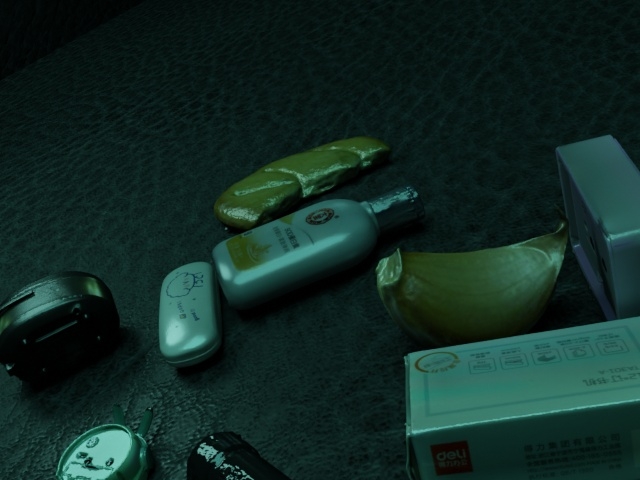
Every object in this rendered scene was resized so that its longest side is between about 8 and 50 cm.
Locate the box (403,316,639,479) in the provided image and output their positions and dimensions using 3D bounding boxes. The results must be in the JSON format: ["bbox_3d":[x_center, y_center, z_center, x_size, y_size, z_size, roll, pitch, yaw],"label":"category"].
[{"bbox_3d":[0.205,0.138,0.598,0.269,0.079,0.135,-11,19,10],"label":"box"}]

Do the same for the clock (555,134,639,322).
[{"bbox_3d":[0.304,-0.001,0.718,0.063,0.150,0.197,-14,31,12],"label":"clock"}]

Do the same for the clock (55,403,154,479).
[{"bbox_3d":[-0.226,0.232,0.729,0.101,0.041,0.135,-2,35,24],"label":"clock"}]

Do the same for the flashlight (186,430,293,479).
[{"bbox_3d":[-0.031,0.234,0.591,0.093,0.093,0.232,-35,32,-25],"label":"flashlight"}]

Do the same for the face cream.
[{"bbox_3d":[0.000,0.000,0.945,0.291,0.071,0.144,-21,32,-5],"label":"face cream"}]

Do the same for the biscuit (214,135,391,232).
[{"bbox_3d":[-0.038,-0.103,1.151,0.299,0.045,0.154,-30,32,-19],"label":"biscuit"}]

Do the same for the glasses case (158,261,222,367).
[{"bbox_3d":[-0.169,0.091,0.910,0.076,0.049,0.197,-18,32,1],"label":"glasses case"}]

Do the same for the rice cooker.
[{"bbox_3d":[-0.346,0.111,0.911,0.165,0.112,0.106,-30,40,-19],"label":"rice cooker"}]

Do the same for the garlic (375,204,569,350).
[{"bbox_3d":[0.165,0.057,0.745,0.206,0.128,0.115,-15,-10,-7],"label":"garlic"}]
